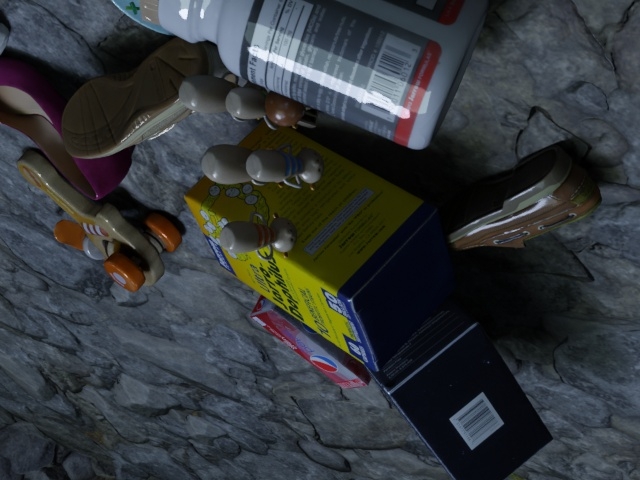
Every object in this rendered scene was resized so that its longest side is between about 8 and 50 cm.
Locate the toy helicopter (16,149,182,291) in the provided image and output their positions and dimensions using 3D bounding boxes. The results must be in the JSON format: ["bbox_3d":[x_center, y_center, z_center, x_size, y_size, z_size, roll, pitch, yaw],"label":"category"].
[{"bbox_3d":[-0.449,-0.041,2.221,0.355,0.140,0.235,43,157,-6],"label":"toy helicopter"}]

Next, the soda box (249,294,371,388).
[{"bbox_3d":[-0.005,0.180,2.213,0.263,0.092,0.083,40,147,-22],"label":"soda box"}]

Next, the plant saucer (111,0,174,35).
[{"bbox_3d":[-0.227,-0.368,1.585,0.195,0.037,0.195,19,149,12],"label":"plant saucer"}]

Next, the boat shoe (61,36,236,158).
[{"bbox_3d":[-0.264,-0.206,1.742,0.341,0.122,0.110,-18,170,37],"label":"boat shoe"}]

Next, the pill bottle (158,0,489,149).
[{"bbox_3d":[0.003,-0.270,1.387,0.363,0.210,0.210,24,150,6],"label":"pill bottle"}]

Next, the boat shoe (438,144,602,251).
[{"bbox_3d":[0.270,-0.030,1.652,0.104,0.111,0.307,39,148,-18],"label":"boat shoe"}]

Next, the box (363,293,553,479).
[{"bbox_3d":[0.177,0.202,1.880,0.343,0.179,0.312,54,176,-39],"label":"box"}]

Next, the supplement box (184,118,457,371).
[{"bbox_3d":[0.000,0.000,1.722,0.356,0.195,0.194,31,157,35],"label":"supplement box"}]

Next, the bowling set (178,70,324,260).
[{"bbox_3d":[-0.055,-0.130,1.545,0.154,0.287,0.200,-3,164,-46],"label":"bowling set"}]

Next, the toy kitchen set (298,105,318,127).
[{"bbox_3d":[-0.017,-0.212,1.662,0.075,0.068,0.083,16,168,-33],"label":"toy kitchen set"}]

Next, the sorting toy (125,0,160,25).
[{"bbox_3d":[-0.239,-0.328,1.607,0.083,0.012,0.062,18,154,8],"label":"sorting toy"}]

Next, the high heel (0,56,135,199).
[{"bbox_3d":[-0.490,-0.191,1.898,0.377,0.181,0.127,15,141,10],"label":"high heel"}]

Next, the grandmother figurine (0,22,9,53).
[{"bbox_3d":[-0.627,-0.409,1.785,0.342,0.104,0.208,46,173,-35],"label":"grandmother figurine"}]
